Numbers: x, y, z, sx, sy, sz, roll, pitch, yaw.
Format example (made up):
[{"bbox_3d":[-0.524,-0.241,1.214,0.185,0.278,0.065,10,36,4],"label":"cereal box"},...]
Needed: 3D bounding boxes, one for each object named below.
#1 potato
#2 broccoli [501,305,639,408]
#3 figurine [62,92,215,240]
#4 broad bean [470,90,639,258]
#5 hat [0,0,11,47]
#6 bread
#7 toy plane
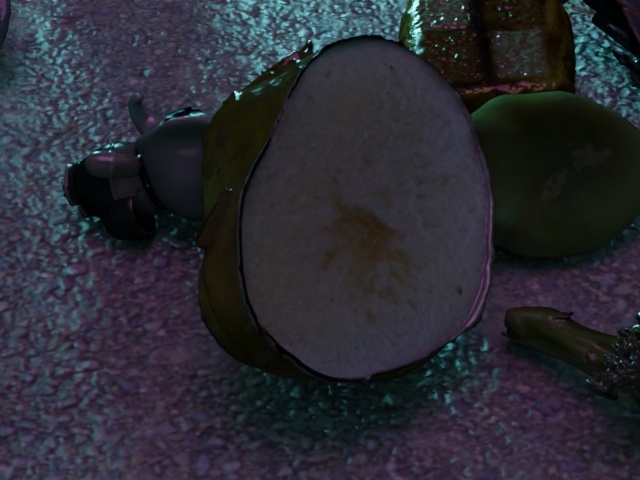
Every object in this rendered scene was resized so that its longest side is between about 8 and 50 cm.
[{"bbox_3d":[0.000,0.000,1.421,0.246,0.196,0.300,30,61,-17],"label":"potato"},{"bbox_3d":[0.232,0.089,1.375,0.204,0.118,0.122,17,61,40],"label":"broccoli"},{"bbox_3d":[-0.135,-0.066,1.546,0.192,0.147,0.126,-10,55,18],"label":"figurine"},{"bbox_3d":[0.192,-0.061,1.551,0.228,0.100,0.169,5,59,-12],"label":"broad bean"},{"bbox_3d":[-0.405,-0.223,1.767,0.191,0.078,0.138,11,77,7],"label":"hat"},{"bbox_3d":[0.165,-0.170,1.699,0.181,0.096,0.222,-1,39,3],"label":"bread"},{"bbox_3d":[0.319,-0.240,1.756,0.326,0.104,0.223,29,44,9],"label":"toy plane"}]
